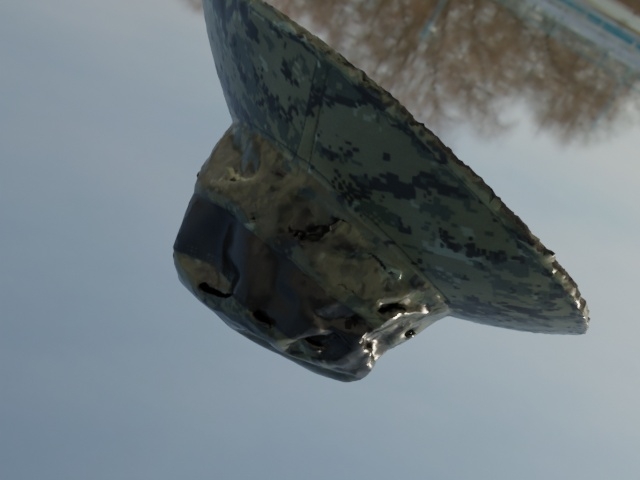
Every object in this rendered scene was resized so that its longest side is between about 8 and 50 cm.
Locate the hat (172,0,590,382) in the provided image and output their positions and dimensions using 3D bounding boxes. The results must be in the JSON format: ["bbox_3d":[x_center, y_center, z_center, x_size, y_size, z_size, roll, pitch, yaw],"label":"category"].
[{"bbox_3d":[0.000,0.000,0.602,0.265,0.128,0.265,40,178,1],"label":"hat"}]
